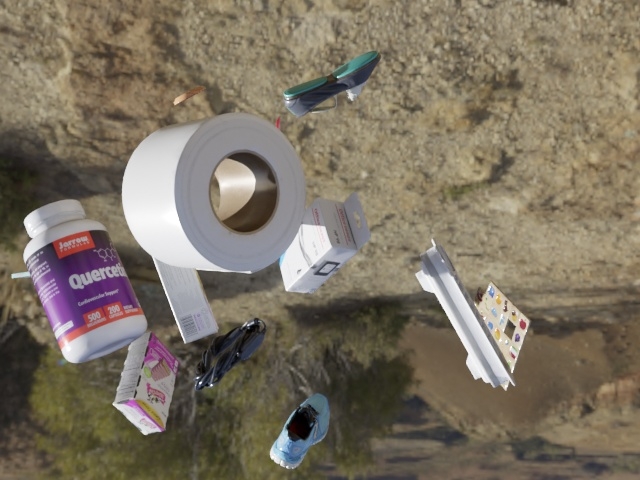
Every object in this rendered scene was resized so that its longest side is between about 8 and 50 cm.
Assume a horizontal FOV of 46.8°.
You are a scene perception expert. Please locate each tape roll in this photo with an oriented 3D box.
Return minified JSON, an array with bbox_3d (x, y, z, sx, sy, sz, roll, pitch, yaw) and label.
[{"bbox_3d":[-0.167,-0.074,1.176,0.246,0.246,0.169,20,167,-39],"label":"tape roll"}]

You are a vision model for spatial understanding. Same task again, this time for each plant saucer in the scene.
[{"bbox_3d":[-0.311,-0.345,1.749,0.083,0.013,0.083,-27,-167,7],"label":"plant saucer"}]

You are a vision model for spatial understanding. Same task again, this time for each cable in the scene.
[{"bbox_3d":[-0.193,0.222,1.458,0.150,0.184,0.047,-9,123,54],"label":"cable"}]

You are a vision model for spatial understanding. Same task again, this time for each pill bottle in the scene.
[{"bbox_3d":[-0.507,0.083,1.567,0.181,0.323,0.181,-26,171,-4],"label":"pill bottle"}]

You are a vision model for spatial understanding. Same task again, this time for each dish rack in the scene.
[{"bbox_3d":[0.297,0.155,1.565,0.072,0.333,0.285,-30,174,9],"label":"dish rack"}]

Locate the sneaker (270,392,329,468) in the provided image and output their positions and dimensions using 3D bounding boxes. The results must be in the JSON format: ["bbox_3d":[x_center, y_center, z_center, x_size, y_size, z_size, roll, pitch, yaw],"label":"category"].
[{"bbox_3d":[-0.019,0.292,1.180,0.063,0.162,0.073,27,119,9],"label":"sneaker"}]

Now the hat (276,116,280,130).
[{"bbox_3d":[-0.078,-0.167,1.804,0.208,0.183,0.173,39,-173,-7],"label":"hat"}]

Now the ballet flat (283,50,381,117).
[{"bbox_3d":[0.029,-0.291,1.411,0.203,0.074,0.074,-24,156,6],"label":"ballet flat"}]

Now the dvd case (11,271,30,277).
[{"bbox_3d":[-0.701,0.083,1.863,0.087,0.013,0.119,-8,175,22],"label":"dvd case"}]

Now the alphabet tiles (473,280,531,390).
[{"bbox_3d":[0.436,0.224,1.851,0.009,0.198,0.237,3,-155,-18],"label":"alphabet tiles"}]

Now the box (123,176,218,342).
[{"bbox_3d":[-0.272,0.027,1.353,0.067,0.324,0.063,-22,179,-6],"label":"box"}]

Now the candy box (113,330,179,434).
[{"bbox_3d":[-0.476,0.392,2.045,0.071,0.233,0.159,-16,131,18],"label":"candy box"}]

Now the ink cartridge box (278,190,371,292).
[{"bbox_3d":[0.000,0.000,1.261,0.060,0.104,0.180,9,141,-36],"label":"ink cartridge box"}]
